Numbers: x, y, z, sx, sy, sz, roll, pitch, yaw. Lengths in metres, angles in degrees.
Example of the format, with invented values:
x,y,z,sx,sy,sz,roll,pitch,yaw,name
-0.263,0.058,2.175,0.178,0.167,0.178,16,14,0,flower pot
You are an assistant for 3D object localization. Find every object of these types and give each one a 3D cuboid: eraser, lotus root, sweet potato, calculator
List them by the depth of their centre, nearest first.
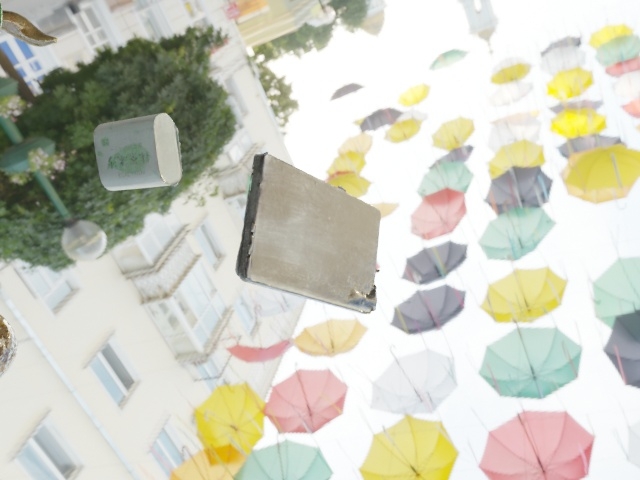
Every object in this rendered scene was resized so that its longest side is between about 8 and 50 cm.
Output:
x,y,z,sx,sy,sz,roll,pitch,yaw,name
0.000,0.000,0.822,0.021,0.261,0.161,-5,-108,39,calculator
-0.451,-0.213,1.567,0.227,0.174,0.081,-1,-173,33,eraser
-0.781,-0.537,1.567,0.059,0.249,0.069,-32,-127,48,sweet potato
-0.984,0.305,1.816,0.192,0.272,0.272,-14,-155,33,lotus root

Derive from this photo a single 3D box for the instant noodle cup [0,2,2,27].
x,y,z,sx,sy,sz,roll,pitch,yaw,name
-0.556,-0.286,0.883,0.207,0.207,0.232,-36,-167,-23,instant noodle cup
